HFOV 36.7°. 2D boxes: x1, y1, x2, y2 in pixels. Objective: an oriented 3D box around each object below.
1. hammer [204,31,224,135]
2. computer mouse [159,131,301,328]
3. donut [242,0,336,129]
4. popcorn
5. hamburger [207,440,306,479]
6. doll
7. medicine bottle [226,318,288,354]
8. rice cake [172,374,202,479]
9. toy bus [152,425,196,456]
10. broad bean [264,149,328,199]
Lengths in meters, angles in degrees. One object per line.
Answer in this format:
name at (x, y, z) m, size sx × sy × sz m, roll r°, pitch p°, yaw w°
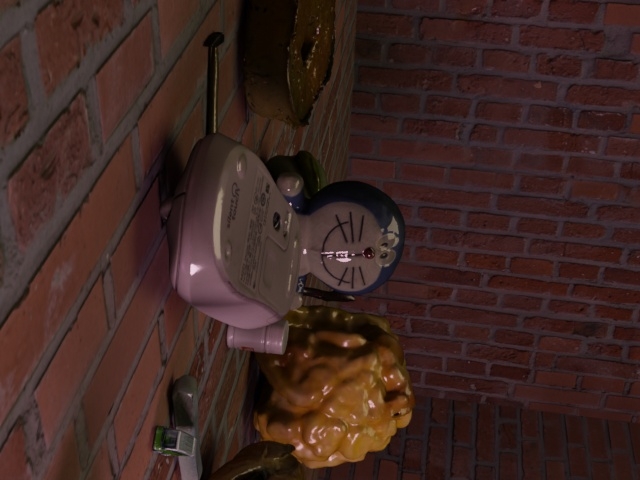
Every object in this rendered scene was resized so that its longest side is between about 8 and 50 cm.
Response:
hammer at (-0.134, -0.156, 1.198) m, size 0.062 × 0.013 × 0.198 m, roll -68°, pitch 162°, yaw -69°
computer mouse at (-0.111, -0.005, 1.091) m, size 0.297 × 0.121 × 0.184 m, roll 39°, pitch 58°, yaw -67°
donut at (-0.053, -0.301, 1.434) m, size 0.272 × 0.107 × 0.272 m, roll 6°, pitch 90°, yaw -79°
popcorn at (0.010, 0.252, 1.843) m, size 0.349 × 0.349 × 0.381 m, roll -65°, pitch 135°, yaw -72°
hamburger at (-0.108, 0.424, 1.355) m, size 0.209 × 0.162 × 0.330 m, roll 79°, pitch 21°, yaw -64°
doll at (0.000, 0.000, 1.487) m, size 0.154 × 0.258 × 0.228 m, roll -71°, pitch 163°, yaw -67°
medicine bottle at (-0.098, 0.145, 1.499) m, size 0.057 × 0.089 × 0.057 m, roll 6°, pitch 90°, yaw -83°
rice cake at (-0.167, 0.238, 1.215) m, size 0.042 × 0.030 × 0.180 m, roll -82°, pitch 176°, yaw -51°
toy bus at (-0.172, 0.237, 1.131) m, size 0.083 × 0.037 × 0.031 m, roll 76°, pitch 21°, yaw -72°
broad bean at (-0.043, -0.042, 1.636) m, size 0.169 × 0.100 × 0.228 m, roll 45°, pitch -48°, yaw 52°
